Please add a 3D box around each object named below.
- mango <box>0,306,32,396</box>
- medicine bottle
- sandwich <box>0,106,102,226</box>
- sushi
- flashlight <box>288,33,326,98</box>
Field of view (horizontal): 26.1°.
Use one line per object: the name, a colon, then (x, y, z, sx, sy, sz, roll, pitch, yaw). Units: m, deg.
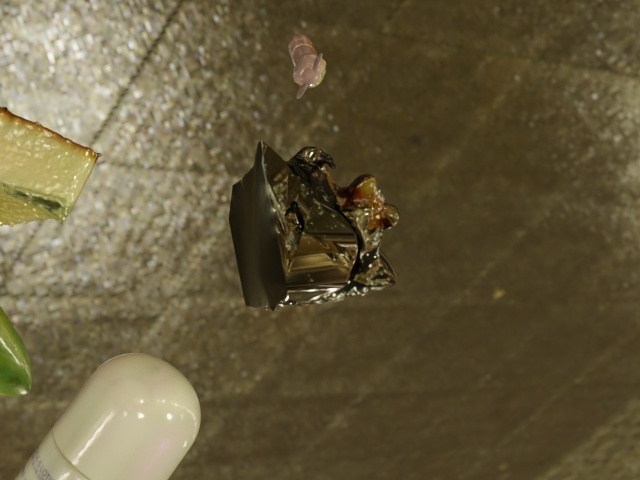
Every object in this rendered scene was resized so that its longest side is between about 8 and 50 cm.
mango: (-0.439, 0.093, 1.643, 0.137, 0.237, 0.091, -3, -146, 45)
medicine bottle: (-0.249, 0.264, 1.414, 0.130, 0.130, 0.341, 22, 107, -51)
sandwich: (-0.225, -0.050, 0.943, 0.162, 0.193, 0.058, 65, 48, -72)
sushi: (0.000, 0.001, 1.889, 0.212, 0.216, 0.227, -3, 158, -15)
flashlight: (-0.013, -0.180, 1.383, 0.031, 0.110, 0.052, 23, 113, -19)
